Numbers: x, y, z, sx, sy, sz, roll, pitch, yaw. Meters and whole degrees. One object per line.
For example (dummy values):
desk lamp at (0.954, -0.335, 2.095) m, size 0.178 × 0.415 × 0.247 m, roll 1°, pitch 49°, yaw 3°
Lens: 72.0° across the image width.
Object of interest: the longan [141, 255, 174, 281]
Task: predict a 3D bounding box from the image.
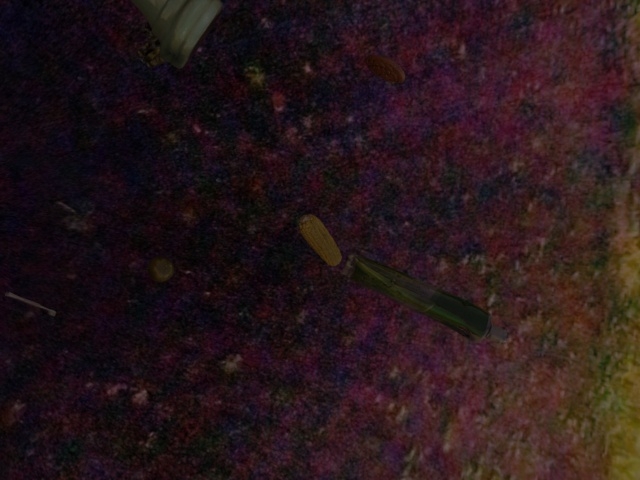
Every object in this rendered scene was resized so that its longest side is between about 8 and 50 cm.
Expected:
longan at (-0.436, 0.077, 1.182) m, size 0.083 × 0.075 × 0.075 m, roll -2°, pitch 95°, yaw -13°

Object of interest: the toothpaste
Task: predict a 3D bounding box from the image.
toothpaste at (0.145, 0.085, 0.626) m, size 0.078 × 0.248 × 0.047 m, roll 105°, pitch 11°, yaw -64°

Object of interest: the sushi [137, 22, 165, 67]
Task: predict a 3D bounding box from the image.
sushi at (-0.453, -0.625, 1.340) m, size 0.291 × 0.139 × 0.131 m, roll -83°, pitch 149°, yaw -52°

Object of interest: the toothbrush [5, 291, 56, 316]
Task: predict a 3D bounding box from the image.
toothbrush at (-0.873, 0.194, 1.338) m, size 0.194 × 0.014 × 0.017 m, roll 69°, pitch 18°, yaw -60°

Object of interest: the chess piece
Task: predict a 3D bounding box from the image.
chess piece at (-0.390, -0.555, 0.987) m, size 0.299 × 0.194 × 0.194 m, roll 35°, pitch 67°, yaw -23°

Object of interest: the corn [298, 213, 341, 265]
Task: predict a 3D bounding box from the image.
corn at (0.000, 0.000, 1.279) m, size 0.067 × 0.067 × 0.206 m, roll -59°, pitch 135°, yaw -26°

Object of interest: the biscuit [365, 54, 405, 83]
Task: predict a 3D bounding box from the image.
biscuit at (0.133, -0.348, 0.906) m, size 0.015 × 0.091 × 0.078 m, roll -57°, pitch 146°, yaw -2°
